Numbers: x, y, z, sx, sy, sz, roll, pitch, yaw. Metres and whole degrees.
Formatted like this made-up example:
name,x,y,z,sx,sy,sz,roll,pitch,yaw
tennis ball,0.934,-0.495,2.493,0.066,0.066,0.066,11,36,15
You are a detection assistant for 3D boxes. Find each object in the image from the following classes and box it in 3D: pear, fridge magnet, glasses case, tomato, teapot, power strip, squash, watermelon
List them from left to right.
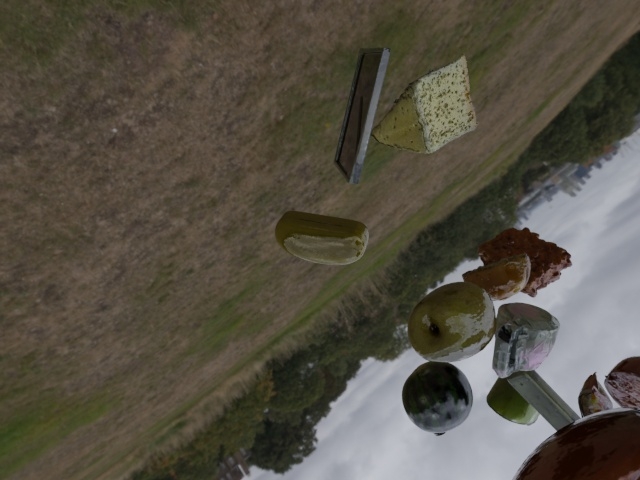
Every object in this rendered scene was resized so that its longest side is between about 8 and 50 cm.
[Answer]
name,x,y,z,sx,sy,sz,roll,pitch,yaw
glasses case,0.000,0.000,1.722,0.141,0.371,0.173,-64,159,-45
watermelon,0.433,0.574,1.598,0.269,0.269,0.269,-35,167,-9
pear,0.345,0.212,1.121,0.211,0.188,0.228,-3,146,-40
squash,0.920,0.776,2.055,0.309,0.234,0.210,-37,141,-38
teapot,0.574,0.292,1.221,0.221,0.163,0.178,-34,131,-62
power strip,0.780,0.556,1.482,0.066,0.387,0.092,-39,173,-45
fridge magnet,0.527,0.467,0.867,0.364,0.155,0.363,-31,156,-16
tomato,1.032,0.454,1.264,0.144,0.338,0.338,-44,169,-14

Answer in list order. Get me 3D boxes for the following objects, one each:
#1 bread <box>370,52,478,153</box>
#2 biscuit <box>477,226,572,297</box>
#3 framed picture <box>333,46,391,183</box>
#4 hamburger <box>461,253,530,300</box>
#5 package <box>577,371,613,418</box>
name,x,y,z,sx,sy,sz,roll,pitch,yaw
bread,0.293,-0.423,1.321,0.248,0.315,0.279,-35,133,-19
biscuit,0.875,0.078,1.875,0.312,0.318,0.110,-27,137,-20
framed picture,0.075,-0.262,0.892,0.189,0.023,0.259,-114,-146,-66
hamburger,0.671,0.149,1.626,0.144,0.156,0.283,-5,166,-28
package,1.028,0.650,1.605,0.108,0.288,0.223,-9,178,29
